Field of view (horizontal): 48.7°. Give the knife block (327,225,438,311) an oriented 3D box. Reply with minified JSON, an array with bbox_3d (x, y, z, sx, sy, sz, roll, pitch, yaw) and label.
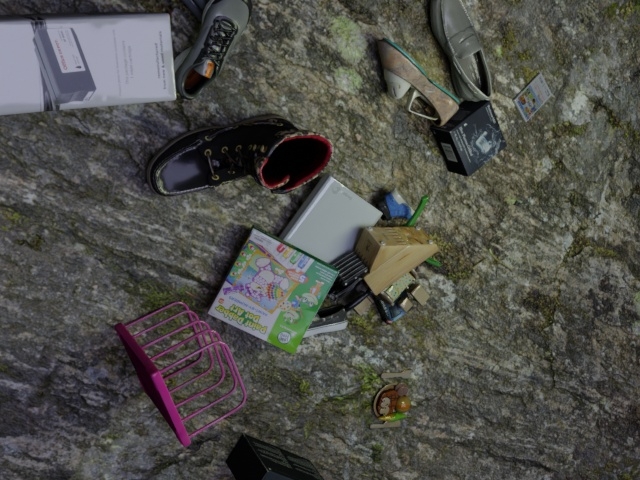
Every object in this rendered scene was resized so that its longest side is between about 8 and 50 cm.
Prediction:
[{"bbox_3d":[0.151,0.082,1.889,0.275,0.088,0.242,-2,128,-32],"label":"knife block"}]

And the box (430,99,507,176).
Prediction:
[{"bbox_3d":[0.416,-0.291,1.979,0.158,0.093,0.156,-39,120,-14],"label":"box"}]

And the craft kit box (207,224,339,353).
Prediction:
[{"bbox_3d":[-0.120,0.125,1.783,0.250,0.061,0.247,27,99,-12],"label":"craft kit box"}]

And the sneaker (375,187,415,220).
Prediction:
[{"bbox_3d":[0.206,-0.083,1.955,0.084,0.058,0.152,-35,147,14],"label":"sneaker"}]

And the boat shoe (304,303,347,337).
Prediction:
[{"bbox_3d":[-0.024,0.212,1.908,0.228,0.080,0.076,-4,101,-29],"label":"boat shoe"}]

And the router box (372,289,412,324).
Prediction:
[{"bbox_3d":[0.205,0.169,2.042,0.092,0.038,0.122,-33,119,-17],"label":"router box"}]

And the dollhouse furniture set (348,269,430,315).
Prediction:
[{"bbox_3d":[0.206,0.173,1.956,0.182,0.101,0.161,-47,115,-10],"label":"dollhouse furniture set"}]

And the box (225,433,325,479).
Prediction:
[{"bbox_3d":[-0.107,0.657,1.941,0.261,0.184,0.103,33,88,-32],"label":"box"}]

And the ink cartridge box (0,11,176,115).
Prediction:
[{"bbox_3d":[-0.508,-0.343,1.337,0.395,0.285,0.166,-11,111,-25],"label":"ink cartridge box"}]

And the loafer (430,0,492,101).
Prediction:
[{"bbox_3d":[0.383,-0.519,1.874,0.112,0.111,0.319,-36,119,-14],"label":"loafer"}]

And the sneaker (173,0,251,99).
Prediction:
[{"bbox_3d":[-0.228,-0.416,1.522,0.100,0.108,0.271,20,120,-34],"label":"sneaker"}]

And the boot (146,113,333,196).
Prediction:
[{"bbox_3d":[-0.177,-0.175,1.572,0.377,0.284,0.138,-21,115,-23],"label":"boot"}]

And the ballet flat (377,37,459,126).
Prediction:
[{"bbox_3d":[0.242,-0.398,1.845,0.316,0.107,0.106,32,96,-31],"label":"ballet flat"}]

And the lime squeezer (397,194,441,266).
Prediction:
[{"bbox_3d":[0.267,-0.008,1.995,0.110,0.059,0.310,-31,139,-8],"label":"lime squeezer"}]

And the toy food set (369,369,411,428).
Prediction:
[{"bbox_3d":[0.222,0.493,2.155,0.132,0.038,0.192,2,105,-29],"label":"toy food set"}]

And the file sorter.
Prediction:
[{"bbox_3d":[-0.321,0.289,1.644,0.182,0.290,0.202,-27,117,-22],"label":"file sorter"}]

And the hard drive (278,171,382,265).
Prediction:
[{"bbox_3d":[0.000,0.000,1.850,0.203,0.040,0.307,33,97,-33],"label":"hard drive"}]

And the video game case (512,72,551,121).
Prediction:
[{"bbox_3d":[0.631,-0.425,2.102,0.122,0.011,0.087,-46,122,-9],"label":"video game case"}]

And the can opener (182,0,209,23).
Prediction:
[{"bbox_3d":[-0.318,-0.560,1.495,0.280,0.074,0.093,42,68,-34],"label":"can opener"}]
